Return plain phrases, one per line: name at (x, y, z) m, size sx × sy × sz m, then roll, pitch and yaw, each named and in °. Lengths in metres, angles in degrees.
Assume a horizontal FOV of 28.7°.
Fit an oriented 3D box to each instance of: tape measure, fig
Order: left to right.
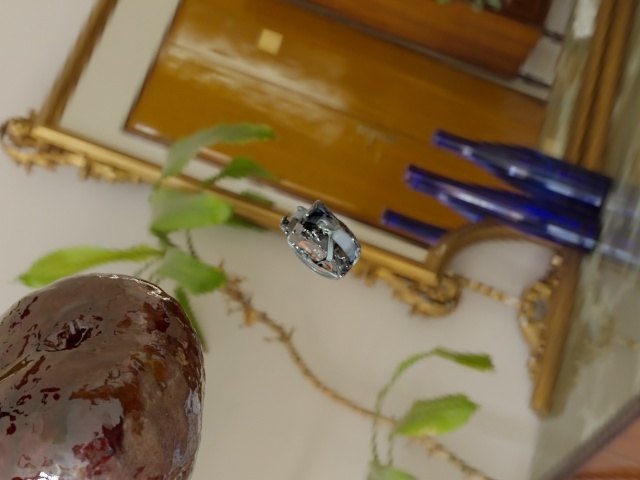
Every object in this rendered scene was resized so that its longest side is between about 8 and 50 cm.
fig at (-0.159, 0.146, 0.777) m, size 0.170 × 0.145 × 0.274 m, roll -99°, pitch 22°, yaw -46°
tape measure at (0.001, 0.002, 1.457) m, size 0.054 × 0.094 × 0.091 m, roll -48°, pitch 16°, yaw -23°
